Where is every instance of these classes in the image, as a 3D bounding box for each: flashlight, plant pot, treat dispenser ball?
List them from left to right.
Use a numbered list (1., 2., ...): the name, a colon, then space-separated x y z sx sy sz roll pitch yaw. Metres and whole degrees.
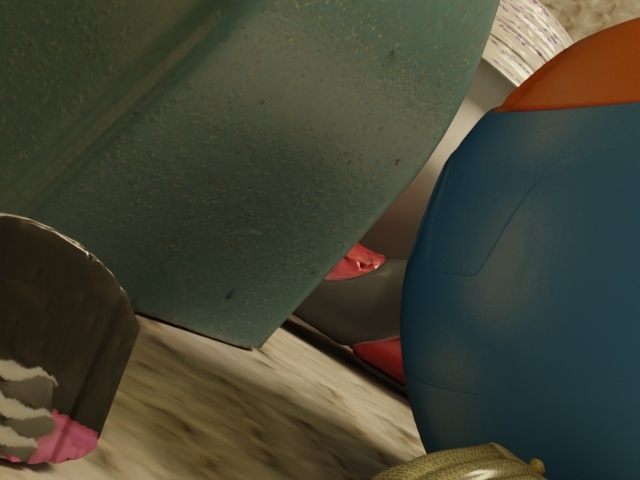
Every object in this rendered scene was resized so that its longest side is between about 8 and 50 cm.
1. plant pot: -0.058 -0.134 0.932 0.248 0.252 0.247 24 30 -56
2. flashlight: 0.000 0.000 1.154 0.304 0.103 0.103 35 45 -6
3. treat dispenser ball: 0.179 0.040 0.829 0.288 0.288 0.288 31 5 -3

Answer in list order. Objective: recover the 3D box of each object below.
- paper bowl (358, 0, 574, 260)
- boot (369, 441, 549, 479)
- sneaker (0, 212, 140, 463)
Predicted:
1. paper bowl: 0.036 -0.056 1.258 0.284 0.284 0.148 30 49 -8
2. boot: 0.120 0.144 0.676 0.165 0.077 0.213 33 8 40
3. sneaker: -0.135 0.008 0.564 0.178 0.072 0.077 34 -9 -38
